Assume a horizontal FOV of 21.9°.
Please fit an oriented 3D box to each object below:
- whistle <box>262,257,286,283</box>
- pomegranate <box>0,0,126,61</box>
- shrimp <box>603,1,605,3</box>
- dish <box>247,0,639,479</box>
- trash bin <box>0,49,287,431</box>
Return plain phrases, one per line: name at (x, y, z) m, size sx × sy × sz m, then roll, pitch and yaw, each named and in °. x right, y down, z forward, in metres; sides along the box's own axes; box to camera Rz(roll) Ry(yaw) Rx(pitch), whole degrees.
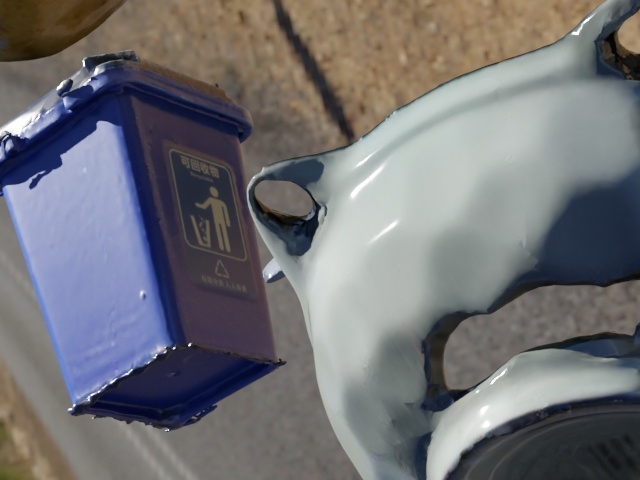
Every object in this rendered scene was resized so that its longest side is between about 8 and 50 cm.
whistle at (0.000, 0.000, 0.961) m, size 0.029 × 0.083 × 0.033 m, roll 41°, pitch -156°, yaw -32°
pomegranate at (-0.170, -0.194, 0.911) m, size 0.196 × 0.196 × 0.196 m, roll 166°, pitch 90°, yaw -79°
shrimp at (0.368, -0.336, 1.348) m, size 0.221 × 0.410 × 0.166 m, roll 44°, pitch -154°, yaw -21°
dish at (0.119, 0.061, 0.643) m, size 0.303 × 0.303 × 0.120 m, roll 87°, pitch -172°, yaw -45°
trash bin at (-0.134, 0.008, 1.170) m, size 0.162 × 0.184 × 0.234 m, roll 15°, pitch -130°, yaw -50°
